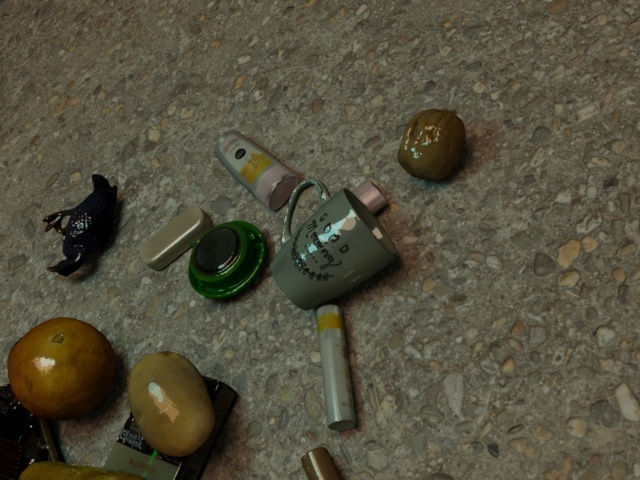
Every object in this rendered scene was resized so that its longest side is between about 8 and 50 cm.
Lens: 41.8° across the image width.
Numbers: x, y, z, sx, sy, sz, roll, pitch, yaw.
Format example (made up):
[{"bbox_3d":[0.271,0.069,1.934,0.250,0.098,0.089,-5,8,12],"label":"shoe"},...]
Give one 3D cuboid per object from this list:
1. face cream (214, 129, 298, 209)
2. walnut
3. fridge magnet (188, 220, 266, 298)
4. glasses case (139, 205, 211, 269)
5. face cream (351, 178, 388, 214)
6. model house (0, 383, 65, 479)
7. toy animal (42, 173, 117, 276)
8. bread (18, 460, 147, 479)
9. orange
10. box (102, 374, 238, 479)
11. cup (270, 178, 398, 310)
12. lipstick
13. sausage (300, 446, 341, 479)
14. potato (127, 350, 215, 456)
[{"bbox_3d":[-0.163,-0.182,2.089,0.107,0.073,0.269,-50,51,3],"label":"face cream"},{"bbox_3d":[0.247,-0.209,1.837,0.166,0.149,0.167,-48,20,24],"label":"walnut"},{"bbox_3d":[-0.225,0.041,1.969,0.207,0.088,0.208,-14,55,21],"label":"fridge magnet"},{"bbox_3d":[-0.364,-0.007,2.102,0.196,0.050,0.083,-37,48,3],"label":"glasses case"},{"bbox_3d":[0.055,-0.054,1.897,0.198,0.057,0.084,-36,51,2],"label":"face cream"},{"bbox_3d":[-0.740,0.453,1.867,0.297,0.282,0.317,-4,60,28],"label":"model house"},{"bbox_3d":[-0.631,-0.041,2.230,0.185,0.122,0.298,10,58,45],"label":"toy animal"},{"bbox_3d":[-0.489,0.615,1.656,0.336,0.148,0.328,1,82,33],"label":"bread"},{"bbox_3d":[-0.591,0.296,1.924,0.239,0.240,0.240,-14,55,21],"label":"orange"},{"bbox_3d":[-0.329,0.429,1.784,0.198,0.084,0.310,10,67,34],"label":"box"},{"bbox_3d":[0.000,0.000,1.794,0.234,0.186,0.258,-37,73,12],"label":"cup"},{"bbox_3d":[0.030,0.258,1.710,0.059,0.059,0.264,-19,53,18],"label":"lipstick"},{"bbox_3d":[0.044,0.516,1.535,0.065,0.066,0.301,-33,50,7],"label":"sausage"},{"bbox_3d":[-0.309,0.331,1.700,0.150,0.146,0.234,-58,45,27],"label":"potato"}]
